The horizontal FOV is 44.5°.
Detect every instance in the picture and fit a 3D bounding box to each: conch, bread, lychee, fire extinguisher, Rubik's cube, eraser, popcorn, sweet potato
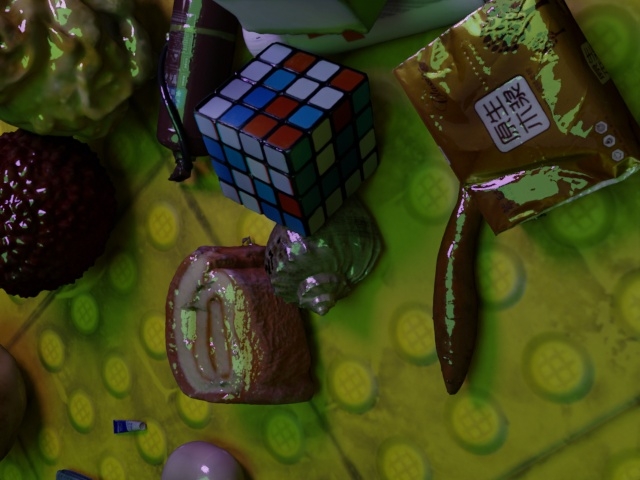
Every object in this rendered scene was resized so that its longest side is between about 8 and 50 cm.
[{"bbox_3d":[0.000,0.000,1.036,0.155,0.130,0.207,-8,64,3],"label":"conch"},{"bbox_3d":[-0.121,0.118,1.101,0.190,0.123,0.245,-11,86,37],"label":"bread"},{"bbox_3d":[-0.456,-0.051,1.253,0.264,0.300,0.265,1,120,2],"label":"lychee"},{"bbox_3d":[-0.183,-0.242,1.131,0.141,0.105,0.342,-132,51,-68],"label":"fire extinguisher"},{"bbox_3d":[-0.037,-0.126,0.965,0.155,0.154,0.151,28,149,30],"label":"Rubik's cube"},{"bbox_3d":[0.021,-0.365,0.895,0.210,0.092,0.274,15,72,40],"label":"eraser"},{"bbox_3d":[-0.400,-0.299,1.162,0.312,0.312,0.313,4,96,35],"label":"popcorn"},{"bbox_3d":[0.162,0.056,0.937,0.057,0.057,0.265,3,95,35],"label":"sweet potato"}]

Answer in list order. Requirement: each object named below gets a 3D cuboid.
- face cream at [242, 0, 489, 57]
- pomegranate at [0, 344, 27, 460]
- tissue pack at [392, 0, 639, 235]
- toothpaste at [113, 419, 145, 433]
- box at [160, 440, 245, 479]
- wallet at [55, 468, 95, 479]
[{"bbox_3d":[0.048,-0.287,0.957,0.345,0.102,0.102,-6,91,34],"label":"face cream"},{"bbox_3d":[-0.708,0.297,1.420,0.332,0.332,0.333,4,96,35],"label":"pomegranate"},{"bbox_3d":[0.214,-0.140,0.833,0.183,0.092,0.226,-30,91,37],"label":"tissue pack"},{"bbox_3d":[-0.328,0.317,1.329,0.083,0.015,0.024,-11,80,40],"label":"toothpaste"},{"bbox_3d":[-0.181,0.406,1.188,0.145,0.088,0.201,14,103,35],"label":"box"},{"bbox_3d":[-0.367,0.547,1.355,0.290,0.054,0.252,7,95,39],"label":"wallet"}]
